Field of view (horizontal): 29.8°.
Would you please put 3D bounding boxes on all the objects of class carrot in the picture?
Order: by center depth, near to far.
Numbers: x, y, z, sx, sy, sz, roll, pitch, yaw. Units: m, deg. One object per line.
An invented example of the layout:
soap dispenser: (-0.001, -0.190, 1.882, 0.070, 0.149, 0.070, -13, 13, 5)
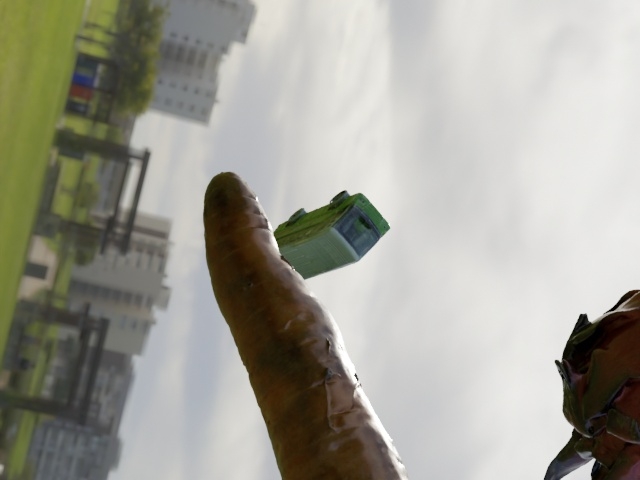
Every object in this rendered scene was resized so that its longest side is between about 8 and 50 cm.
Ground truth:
carrot: (-0.005, 0.040, 0.347, 0.165, 0.036, 0.035, 66, -32, 31)

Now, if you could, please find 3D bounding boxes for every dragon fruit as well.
dragon fruit: (0.307, 0.143, 1.060, 0.274, 0.193, 0.192, -57, 149, -6)

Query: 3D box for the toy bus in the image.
toy bus: (0.000, 0.000, 0.648, 0.037, 0.031, 0.083, -49, -164, -32)
